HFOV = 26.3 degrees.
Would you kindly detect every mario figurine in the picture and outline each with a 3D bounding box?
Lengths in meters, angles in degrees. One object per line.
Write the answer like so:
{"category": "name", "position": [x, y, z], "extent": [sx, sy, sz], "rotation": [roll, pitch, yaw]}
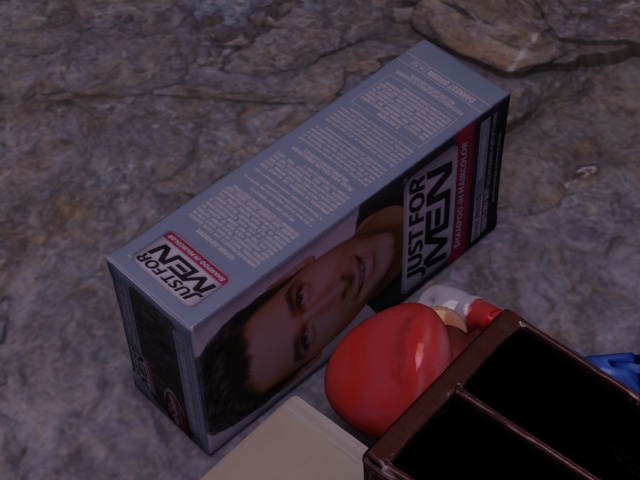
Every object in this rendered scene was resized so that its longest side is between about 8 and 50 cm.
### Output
{"category": "mario figurine", "position": [0.160, 0.143, 1.158], "extent": [0.321, 0.170, 0.198], "rotation": [10, 13, -2]}

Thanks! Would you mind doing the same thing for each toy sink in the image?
{"category": "toy sink", "position": [-0.055, 0.257, 1.021], "extent": [0.131, 0.152, 0.234], "rotation": [33, 59, 28]}

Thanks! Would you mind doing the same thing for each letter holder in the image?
{"category": "letter holder", "position": [0.157, 0.235, 0.928], "extent": [0.214, 0.301, 0.152], "rotation": [32, 57, 27]}

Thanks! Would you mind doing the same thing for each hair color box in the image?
{"category": "hair color box", "position": [0.000, 0.000, 1.220], "extent": [0.374, 0.185, 0.114], "rotation": [-36, 57, -25]}
